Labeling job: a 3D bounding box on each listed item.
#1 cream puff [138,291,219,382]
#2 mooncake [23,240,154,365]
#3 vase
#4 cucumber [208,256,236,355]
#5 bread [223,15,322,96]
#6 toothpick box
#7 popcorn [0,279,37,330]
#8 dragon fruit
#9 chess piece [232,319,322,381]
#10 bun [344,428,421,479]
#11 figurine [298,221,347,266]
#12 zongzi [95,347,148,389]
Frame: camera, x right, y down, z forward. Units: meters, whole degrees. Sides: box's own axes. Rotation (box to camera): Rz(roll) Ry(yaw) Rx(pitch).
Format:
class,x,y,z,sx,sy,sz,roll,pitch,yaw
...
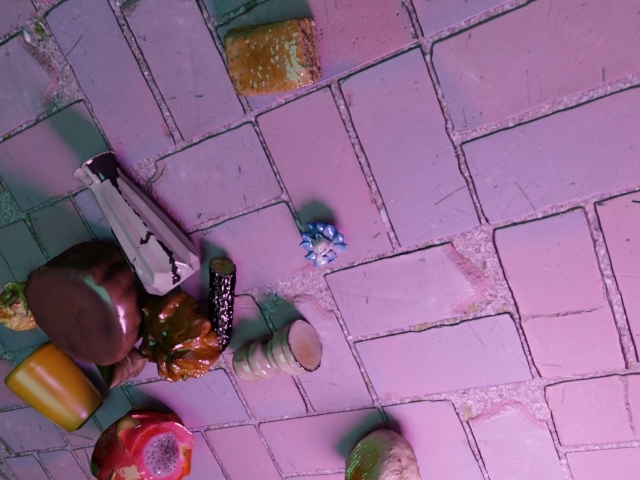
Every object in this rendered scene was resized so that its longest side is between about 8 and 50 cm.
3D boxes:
class,x,y,z,sx,sy,sz,roll,pitch,yaw
cream puff,-0.364,0.254,1.388,0.241,0.154,0.269,53,135,19
mooncake,-0.604,0.161,1.443,0.323,0.187,0.324,8,117,15
vase,-0.453,-0.041,1.323,0.165,0.165,0.360,-33,96,28
cucumber,-0.260,0.180,1.394,0.072,0.072,0.300,17,121,12
bread,-0.101,-0.367,1.076,0.196,0.102,0.138,1,111,20
toothpick box,-0.808,0.460,1.658,0.175,0.175,0.271,-39,100,29
popcorn,-0.840,0.183,1.557,0.142,0.173,0.174,38,121,19
dragon fruit,-0.501,0.626,1.555,0.291,0.291,0.189,48,140,-6
chess piece,-0.128,0.299,1.377,0.243,0.133,0.133,-24,104,31
bun,0.164,0.603,1.374,0.153,0.244,0.244,25,122,-20
figurine,0.000,0.000,1.217,0.114,0.079,0.114,11,122,19
zongzi,-0.624,0.335,1.520,0.204,0.204,0.094,32,102,4
